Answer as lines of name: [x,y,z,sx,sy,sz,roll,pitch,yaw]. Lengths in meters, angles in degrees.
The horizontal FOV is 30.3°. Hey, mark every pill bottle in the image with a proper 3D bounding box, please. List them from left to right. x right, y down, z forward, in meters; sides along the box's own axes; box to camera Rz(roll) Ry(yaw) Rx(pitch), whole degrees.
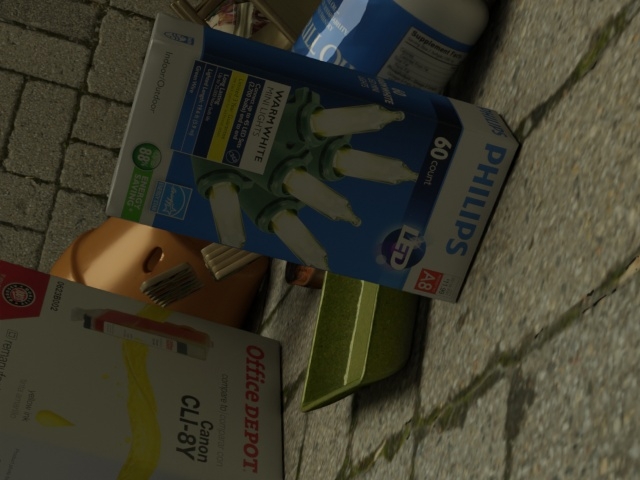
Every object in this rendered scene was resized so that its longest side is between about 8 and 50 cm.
pill bottle: [0.059,-0.171,0.960,0.221,0.124,0.124,-55,19,22]

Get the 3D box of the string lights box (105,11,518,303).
string lights box: [-0.008,-0.057,0.840,0.077,0.259,0.133,-101,27,-66]

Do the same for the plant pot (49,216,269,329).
plant pot: [-0.210,0.048,1.672,0.203,0.291,0.291,-52,21,24]

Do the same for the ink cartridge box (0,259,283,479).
ink cartridge box: [-0.242,0.198,1.321,0.279,0.384,0.160,-94,25,-57]

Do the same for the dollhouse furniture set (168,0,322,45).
dollhouse furniture set: [-0.051,-0.315,1.492,0.212,0.161,0.242,-45,15,-2]

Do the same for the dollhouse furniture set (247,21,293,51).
dollhouse furniture set: [-0.006,-0.232,1.591,0.182,0.161,0.101,-34,-19,11]

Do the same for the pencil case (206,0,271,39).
pencil case: [-0.123,-0.241,1.840,0.410,0.160,0.183,-89,9,-49]

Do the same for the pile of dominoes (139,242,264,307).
pile of dominoes: [-0.109,0.036,1.402,0.040,0.196,0.251,60,174,7]

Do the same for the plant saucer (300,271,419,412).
plant saucer: [0.043,0.049,1.001,0.188,0.045,0.188,137,146,-68]

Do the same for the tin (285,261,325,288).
tin: [0.000,0.000,1.283,0.189,0.040,0.106,178,103,-78]
